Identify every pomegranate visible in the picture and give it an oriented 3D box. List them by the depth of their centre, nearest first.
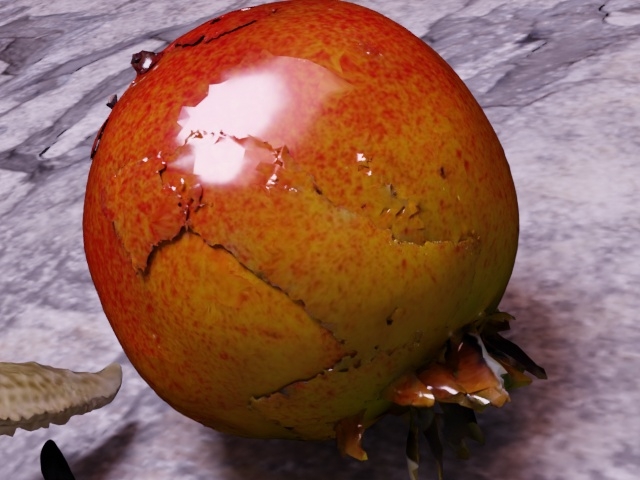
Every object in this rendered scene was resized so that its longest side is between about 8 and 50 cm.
[{"bbox_3d":[0.000,0.000,0.509,0.210,0.210,0.235,-36,70,-29],"label":"pomegranate"}]

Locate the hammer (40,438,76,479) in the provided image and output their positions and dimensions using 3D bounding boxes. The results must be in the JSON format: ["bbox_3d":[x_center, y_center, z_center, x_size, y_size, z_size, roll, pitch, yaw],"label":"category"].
[{"bbox_3d":[-0.299,0.148,0.548,0.427,0.044,0.152,2,36,26],"label":"hammer"}]

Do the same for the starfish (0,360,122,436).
[{"bbox_3d":[-0.296,0.082,0.448,0.324,0.082,0.432,3,12,29],"label":"starfish"}]
